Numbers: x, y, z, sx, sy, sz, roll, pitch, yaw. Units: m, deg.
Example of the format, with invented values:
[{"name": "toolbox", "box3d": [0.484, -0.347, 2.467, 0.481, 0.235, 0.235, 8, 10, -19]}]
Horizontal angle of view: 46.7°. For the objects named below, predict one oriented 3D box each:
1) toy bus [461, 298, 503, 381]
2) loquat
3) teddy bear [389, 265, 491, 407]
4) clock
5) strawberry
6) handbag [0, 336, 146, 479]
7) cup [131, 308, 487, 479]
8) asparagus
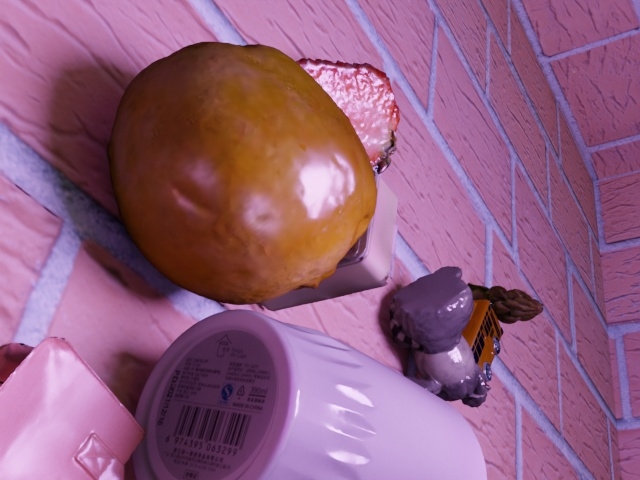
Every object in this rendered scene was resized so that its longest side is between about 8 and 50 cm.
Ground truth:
[{"name": "toy bus", "box3d": [0.288, 0.202, 1.470, 0.201, 0.098, 0.114, -48, 120, -54]}, {"name": "loquat", "box3d": [-0.078, -0.075, 0.802, 0.276, 0.276, 0.283, -29, 100, -60]}, {"name": "teddy bear", "box3d": [0.187, 0.185, 1.284, 0.171, 0.144, 0.251, -15, 109, -27]}, {"name": "clock", "box3d": [0.000, 0.000, 0.960, 0.071, 0.192, 0.147, 47, 41, -39]}, {"name": "strawberry", "box3d": [0.030, -0.216, 1.208, 0.175, 0.107, 0.236, -42, 120, -16]}, {"name": "handbag", "box3d": [-0.242, 0.197, 0.595, 0.157, 0.059, 0.212, 58, 36, -27]}, {"name": "cup", "box3d": [0.001, 0.234, 0.803, 0.371, 0.253, 0.253, 40, 45, -45]}, {"name": "asparagus", "box3d": [0.378, 0.133, 1.566, 0.080, 0.287, 0.080, 0, 90, -21]}]
